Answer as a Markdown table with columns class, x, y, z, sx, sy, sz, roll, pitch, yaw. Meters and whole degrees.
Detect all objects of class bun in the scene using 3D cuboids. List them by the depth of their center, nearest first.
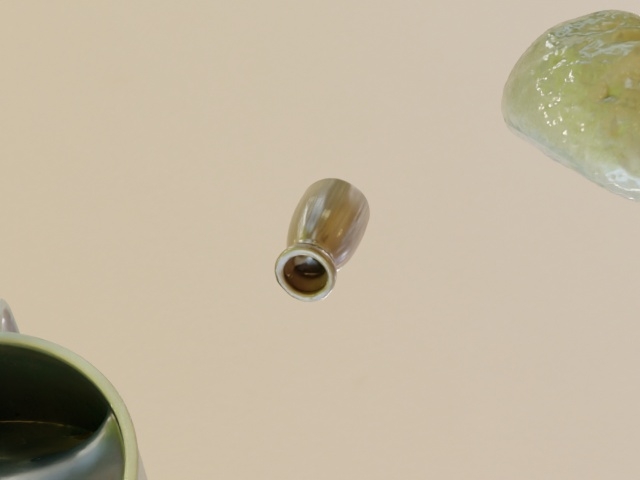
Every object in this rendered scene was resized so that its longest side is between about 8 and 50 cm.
| class | x | y | z | sx | sy | sz | roll | pitch | yaw |
| --- | --- | --- | --- | --- | --- | --- | --- | --- | --- |
| bun | 0.158 | -0.059 | 0.668 | 0.141 | 0.141 | 0.083 | 26 | -81 | -22 |

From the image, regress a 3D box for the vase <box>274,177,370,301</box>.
| class | x | y | z | sx | sy | sz | roll | pitch | yaw |
| --- | --- | --- | --- | --- | --- | --- | --- | --- | --- |
| vase | 0.000 | 0.000 | 0.996 | 0.053 | 0.053 | 0.101 | 45 | -150 | -11 |

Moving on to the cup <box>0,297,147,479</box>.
| class | x | y | z | sx | sy | sz | roll | pitch | yaw |
| --- | --- | --- | --- | --- | --- | --- | --- | --- | --- |
| cup | -0.270 | 0.248 | 1.156 | 0.257 | 0.311 | 0.331 | -35 | -125 | -21 |
